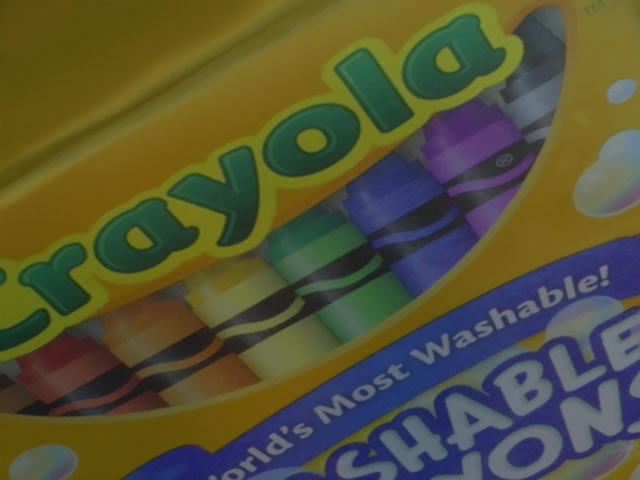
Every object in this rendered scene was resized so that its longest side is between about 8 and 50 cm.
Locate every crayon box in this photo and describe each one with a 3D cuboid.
[{"bbox_3d":[0.000,0.000,0.489,0.323,0.203,0.083,50,14,-47],"label":"crayon box"}]
